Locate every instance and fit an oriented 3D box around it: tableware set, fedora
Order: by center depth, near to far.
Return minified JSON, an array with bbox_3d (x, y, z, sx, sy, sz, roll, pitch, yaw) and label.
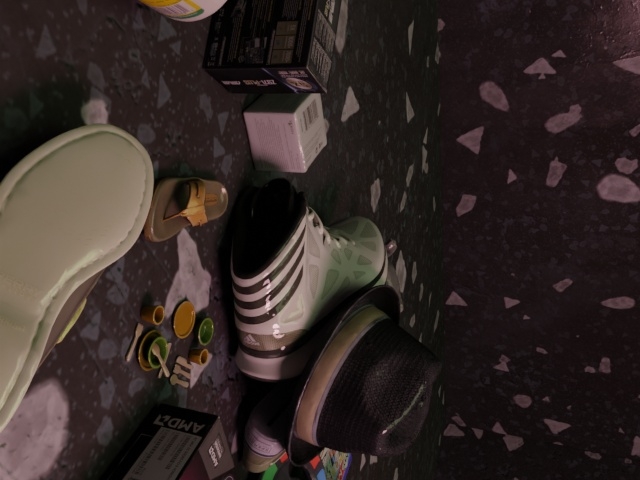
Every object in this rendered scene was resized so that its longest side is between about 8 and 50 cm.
[{"bbox_3d":[-0.177,0.122,0.749,0.154,0.024,0.103,57,43,-58],"label":"tableware set"},{"bbox_3d":[0.090,0.232,0.941,0.334,0.153,0.333,-45,148,-40],"label":"fedora"}]

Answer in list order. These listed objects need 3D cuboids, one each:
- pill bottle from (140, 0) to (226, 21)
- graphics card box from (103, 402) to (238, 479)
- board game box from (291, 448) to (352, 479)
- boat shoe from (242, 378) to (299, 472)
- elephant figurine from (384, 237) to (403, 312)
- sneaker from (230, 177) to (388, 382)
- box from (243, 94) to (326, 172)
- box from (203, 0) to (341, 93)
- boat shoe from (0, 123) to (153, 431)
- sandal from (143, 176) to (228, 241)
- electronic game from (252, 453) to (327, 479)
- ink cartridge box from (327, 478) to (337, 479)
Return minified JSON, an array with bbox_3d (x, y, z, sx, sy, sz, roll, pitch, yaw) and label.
[{"bbox_3d":[-0.168,-0.287,0.541,0.208,0.118,0.117,-2,96,-69],"label":"pill bottle"},{"bbox_3d":[-0.206,0.391,0.641,0.371,0.094,0.232,-58,146,-52],"label":"graphics card box"},{"bbox_3d":[-0.015,0.531,1.246,0.317,0.046,0.213,-64,150,-43],"label":"board game box"},{"bbox_3d":[-0.042,0.280,1.046,0.302,0.109,0.094,-28,150,-55],"label":"boat shoe"},{"bbox_3d":[0.057,0.106,1.207,0.240,0.169,0.185,6,60,-54],"label":"elephant figurine"},{"bbox_3d":[0.001,0.000,0.982,0.447,0.169,0.257,-48,140,-54],"label":"sneaker"},{"bbox_3d":[-0.051,-0.170,0.919,0.101,0.087,0.101,-59,148,-49],"label":"box"},{"bbox_3d":[-0.057,-0.290,0.790,0.077,0.148,0.180,30,66,-67],"label":"box"},{"bbox_3d":[-0.234,0.026,0.481,0.109,0.091,0.304,37,49,-22],"label":"boat shoe"},{"bbox_3d":[-0.153,-0.043,0.735,0.180,0.049,0.072,-26,119,-66],"label":"sandal"},{"bbox_3d":[-0.052,0.462,1.058,0.229,0.048,0.229,21,65,-55],"label":"electronic game"},{"bbox_3d":[0.020,0.603,1.172,0.134,0.078,0.230,73,29,-49],"label":"ink cartridge box"}]
